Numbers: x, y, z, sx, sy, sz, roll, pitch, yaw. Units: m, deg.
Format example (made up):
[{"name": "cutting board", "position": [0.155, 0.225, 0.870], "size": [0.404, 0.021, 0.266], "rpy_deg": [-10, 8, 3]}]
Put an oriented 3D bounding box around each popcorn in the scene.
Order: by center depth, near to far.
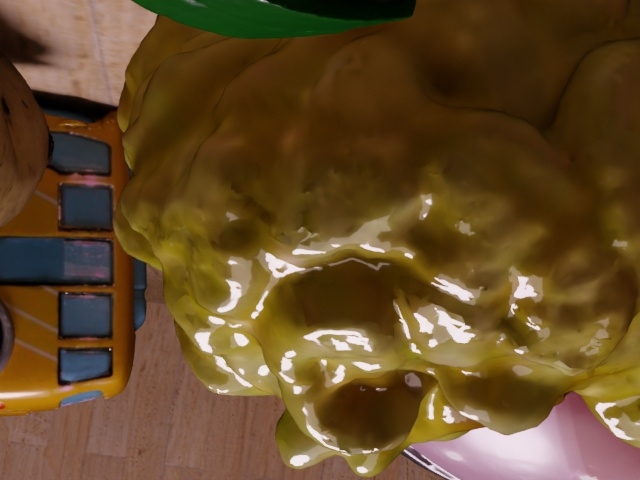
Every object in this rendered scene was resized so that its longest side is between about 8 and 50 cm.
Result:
[{"name": "popcorn", "position": [0.041, -0.014, 0.603], "size": [0.235, 0.181, 0.217], "rpy_deg": [-26, 129, 37]}]

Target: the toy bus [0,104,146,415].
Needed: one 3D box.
[{"name": "toy bus", "position": [-0.179, 0.010, 1.156], "size": [0.136, 0.209, 0.126], "rpy_deg": [0, 174, -8]}]

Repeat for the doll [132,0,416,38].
[{"name": "doll", "position": [-0.024, -0.100, 0.383], "size": [0.134, 0.106, 0.186], "rpy_deg": [19, 169, -30]}]

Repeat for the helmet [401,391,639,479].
[{"name": "helmet", "position": [0.077, -0.004, 0.769], "size": [0.253, 0.198, 0.154], "rpy_deg": [12, 155, 50]}]

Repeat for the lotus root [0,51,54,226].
[{"name": "lotus root", "position": [-0.227, -0.054, 0.921], "size": [0.154, 0.140, 0.257], "rpy_deg": [12, -178, 28]}]
